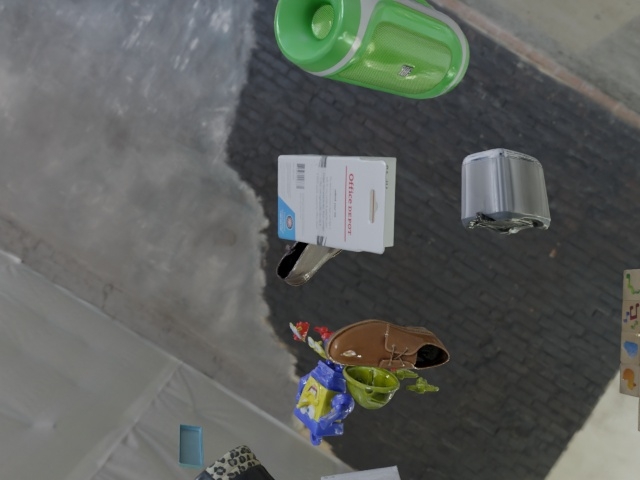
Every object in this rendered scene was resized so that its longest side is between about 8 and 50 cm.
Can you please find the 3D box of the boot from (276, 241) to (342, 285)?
[{"bbox_3d":[0.000,0.000,1.526,0.090,0.248,0.207,38,179,8],"label":"boot"}]

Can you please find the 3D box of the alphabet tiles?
[{"bbox_3d":[0.583,0.158,1.106,0.011,0.342,0.285,5,175,-9],"label":"alphabet tiles"}]

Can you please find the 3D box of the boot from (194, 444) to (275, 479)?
[{"bbox_3d":[-0.118,0.390,0.852,0.179,0.236,0.085,39,145,25],"label":"boot"}]

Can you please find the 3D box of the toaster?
[{"bbox_3d":[0.366,-0.096,1.363,0.227,0.146,0.129,6,168,-41],"label":"toaster"}]

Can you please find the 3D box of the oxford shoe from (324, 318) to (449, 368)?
[{"bbox_3d":[0.110,0.170,1.063,0.212,0.076,0.076,2,-166,-25],"label":"oxford shoe"}]

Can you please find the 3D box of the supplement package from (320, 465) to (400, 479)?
[{"bbox_3d":[0.108,0.655,1.577,0.194,0.149,0.203,-9,-170,-1],"label":"supplement package"}]

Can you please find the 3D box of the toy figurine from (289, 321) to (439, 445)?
[{"bbox_3d":[0.046,0.323,1.352,0.191,0.217,0.362,15,-175,-31],"label":"toy figurine"}]

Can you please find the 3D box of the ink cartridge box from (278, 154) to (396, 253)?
[{"bbox_3d":[0.028,-0.046,0.780,0.060,0.104,0.180,-6,-169,-41],"label":"ink cartridge box"}]

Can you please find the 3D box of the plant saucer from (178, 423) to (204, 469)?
[{"bbox_3d":[-0.354,0.562,1.836,0.067,0.018,0.192,12,-168,-14],"label":"plant saucer"}]

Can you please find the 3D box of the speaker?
[{"bbox_3d":[0.079,-0.262,0.883,0.131,0.131,0.297,34,-157,33],"label":"speaker"}]
